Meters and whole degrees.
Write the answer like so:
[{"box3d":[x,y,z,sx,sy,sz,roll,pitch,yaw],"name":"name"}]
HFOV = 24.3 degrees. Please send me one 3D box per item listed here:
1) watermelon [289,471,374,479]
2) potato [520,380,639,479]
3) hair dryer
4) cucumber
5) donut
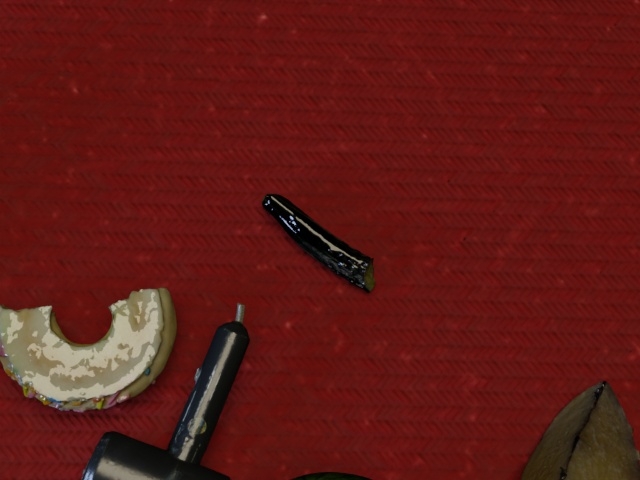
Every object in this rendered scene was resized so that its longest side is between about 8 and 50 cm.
[{"box3d":[0.017,0.301,1.249,0.188,0.188,0.215,-19,110,-10],"name":"watermelon"},{"box3d":[0.233,0.222,1.353,0.100,0.089,0.172,44,41,-11],"name":"potato"},{"box3d":[-0.118,0.154,1.324,0.124,0.071,0.219,24,81,0],"name":"hair dryer"},{"box3d":[-0.001,0.002,1.417,0.135,0.033,0.034,34,106,8],"name":"cucumber"},{"box3d":[-0.211,0.105,1.348,0.166,0.065,0.108,-5,73,-7],"name":"donut"}]
